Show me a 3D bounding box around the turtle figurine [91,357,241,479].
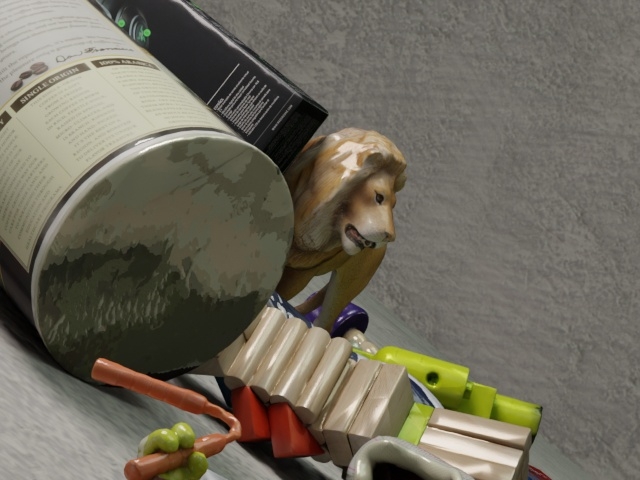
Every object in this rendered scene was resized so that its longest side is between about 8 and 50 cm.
[{"bbox_3d":[-0.037,0.177,0.785,0.269,0.087,0.217,47,11,-1],"label":"turtle figurine"}]

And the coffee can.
[{"bbox_3d":[-0.175,-0.051,1.262,0.201,0.201,0.275,34,6,-47],"label":"coffee can"}]

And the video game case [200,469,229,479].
[{"bbox_3d":[0.017,0.233,1.114,0.190,0.022,0.173,36,4,-42],"label":"video game case"}]

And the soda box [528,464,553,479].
[{"bbox_3d":[0.186,0.269,1.772,0.092,0.083,0.263,40,3,33],"label":"soda box"}]

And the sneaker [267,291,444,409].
[{"bbox_3d":[-0.014,0.115,1.569,0.282,0.099,0.153,33,-4,25],"label":"sneaker"}]

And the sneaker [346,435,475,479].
[{"bbox_3d":[0.101,0.230,1.233,0.252,0.103,0.111,34,-11,30],"label":"sneaker"}]

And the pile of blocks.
[{"bbox_3d":[0.002,0.159,1.405,0.362,0.149,0.112,30,47,1],"label":"pile of blocks"}]

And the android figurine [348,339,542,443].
[{"bbox_3d":[0.086,0.151,1.757,0.273,0.056,0.248,17,-10,5],"label":"android figurine"}]

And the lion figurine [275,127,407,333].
[{"bbox_3d":[0.000,0.000,1.816,0.142,0.240,0.392,46,2,7],"label":"lion figurine"}]

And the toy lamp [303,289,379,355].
[{"bbox_3d":[0.078,0.160,2.105,0.274,0.080,0.080,44,6,30],"label":"toy lamp"}]

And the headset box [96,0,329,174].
[{"bbox_3d":[-0.183,-0.116,1.625,0.283,0.246,0.131,38,4,10],"label":"headset box"}]
